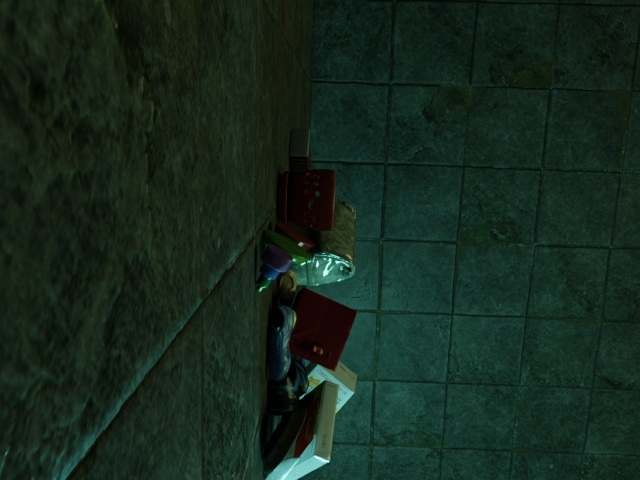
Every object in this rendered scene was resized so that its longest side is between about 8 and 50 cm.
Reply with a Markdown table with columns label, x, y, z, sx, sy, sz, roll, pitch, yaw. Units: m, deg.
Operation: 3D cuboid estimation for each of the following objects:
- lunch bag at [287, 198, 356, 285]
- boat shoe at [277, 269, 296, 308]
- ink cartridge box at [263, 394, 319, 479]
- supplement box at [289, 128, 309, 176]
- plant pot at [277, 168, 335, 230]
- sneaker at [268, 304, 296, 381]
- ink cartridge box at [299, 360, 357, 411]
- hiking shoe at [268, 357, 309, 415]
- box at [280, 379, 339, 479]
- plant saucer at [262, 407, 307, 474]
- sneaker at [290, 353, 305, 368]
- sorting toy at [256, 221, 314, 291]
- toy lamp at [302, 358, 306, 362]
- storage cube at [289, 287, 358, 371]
| label | x | y | z | sx | sy | sz | roll | pitch | yaw |
| --- | --- | --- | --- | --- | --- | --- | --- | --- | --- |
| lunch bag | 0.000 | 0.000 | 2.033 | 0.212 | 0.256 | 0.305 | 91 | 1 | -49 |
| boat shoe | -0.106 | 0.169 | 1.831 | 0.059 | 0.063 | 0.170 | -96 | -174 | -51 |
| ink cartridge box | -0.082 | 0.564 | 1.640 | 0.224 | 0.056 | 0.181 | -61 | -171 | 27 |
| supplement box | -0.077 | -0.304 | 2.208 | 0.239 | 0.073 | 0.130 | 89 | 4 | -57 |
| plant pot | -0.041 | -0.127 | 1.775 | 0.191 | 0.174 | 0.191 | 1 | 90 | -88 |
| sneaker | -0.122 | 0.284 | 1.590 | 0.082 | 0.069 | 0.209 | 28 | 68 | -58 |
| ink cartridge box | -0.006 | 0.548 | 2.081 | 0.232 | 0.171 | 0.168 | -50 | -179 | 10 |
| hiking shoe | -0.091 | 0.417 | 1.761 | 0.304 | 0.113 | 0.132 | -82 | 175 | -78 |
| box | -0.051 | 0.589 | 1.737 | 0.322 | 0.058 | 0.232 | -48 | -156 | 45 |
| plant saucer | -0.105 | 0.535 | 1.553 | 0.198 | 0.036 | 0.198 | -56 | -177 | 5 |
| sneaker | -0.100 | 0.479 | 2.106 | 0.192 | 0.086 | 0.064 | 91 | 1 | -45 |
| sorting toy | -0.109 | 0.052 | 1.439 | 0.126 | 0.127 | 0.365 | -58 | -178 | 11 |
| toy lamp | -0.104 | 0.558 | 2.388 | 0.080 | 0.080 | 0.274 | 91 | 4 | -46 |
| storage cube | -0.014 | 0.271 | 1.742 | 0.215 | 0.184 | 0.193 | 128 | -14 | -77 |
